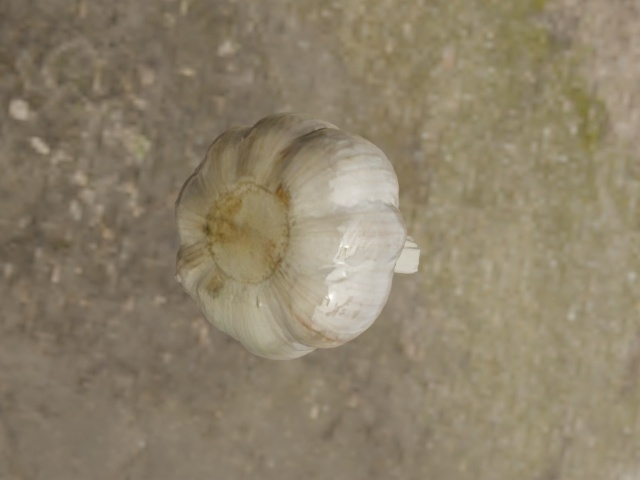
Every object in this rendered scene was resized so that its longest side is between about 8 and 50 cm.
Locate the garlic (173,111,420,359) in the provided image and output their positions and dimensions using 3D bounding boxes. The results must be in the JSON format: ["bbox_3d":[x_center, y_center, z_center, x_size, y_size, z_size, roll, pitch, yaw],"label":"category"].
[{"bbox_3d":[0.000,0.000,1.427,0.212,0.219,0.218,7,92,-50],"label":"garlic"}]
